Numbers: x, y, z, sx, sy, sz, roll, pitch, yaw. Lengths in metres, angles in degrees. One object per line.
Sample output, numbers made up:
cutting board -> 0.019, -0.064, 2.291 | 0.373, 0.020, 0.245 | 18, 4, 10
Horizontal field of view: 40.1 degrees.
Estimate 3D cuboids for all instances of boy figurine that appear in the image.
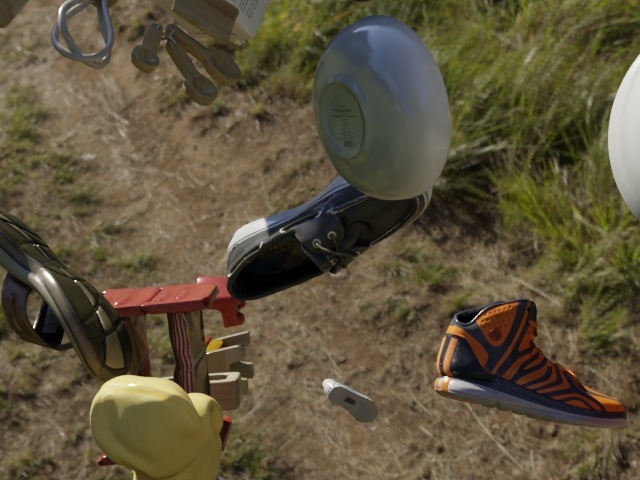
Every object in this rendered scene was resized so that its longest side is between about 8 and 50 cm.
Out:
boy figurine -> -0.141, 0.216, 0.800 | 0.092, 0.285, 0.177 | 12, 58, 11

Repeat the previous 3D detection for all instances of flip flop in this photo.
flip flop -> -0.305, 0.061, 0.942 | 0.277, 0.112, 0.080 | 40, 91, 18

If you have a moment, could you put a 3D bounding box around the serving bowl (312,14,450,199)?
serving bowl -> 0.020, -0.056, 0.391 | 0.027, 0.083, 0.083 | -19, 33, -30

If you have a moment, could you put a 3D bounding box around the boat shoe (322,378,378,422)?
boat shoe -> 0.040, 0.222, 1.225 | 0.035, 0.100, 0.035 | -53, 33, 6

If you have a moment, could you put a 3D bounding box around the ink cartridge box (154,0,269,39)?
ink cartridge box -> -0.161, -0.401, 1.059 | 0.114, 0.273, 0.197 | 10, 73, 35

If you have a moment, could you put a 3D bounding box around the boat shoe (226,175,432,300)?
boat shoe -> 0.000, 0.000, 0.808 | 0.228, 0.080, 0.076 | -19, 40, 28

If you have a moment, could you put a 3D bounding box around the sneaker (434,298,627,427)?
sneaker -> 0.345, 0.188, 1.379 | 0.124, 0.321, 0.180 | 153, 132, -72

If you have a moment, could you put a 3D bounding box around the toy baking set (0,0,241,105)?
toy baking set -> -0.162, -0.205, 0.727 | 0.030, 0.256, 0.197 | -44, 52, 35

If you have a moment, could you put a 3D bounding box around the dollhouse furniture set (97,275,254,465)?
dollhouse furniture set -> -0.194, 0.147, 1.212 | 0.152, 0.201, 0.374 | -4, 7, 2

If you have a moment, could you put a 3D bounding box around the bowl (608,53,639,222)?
bowl -> 0.424, -0.115, 0.830 | 0.297, 0.134, 0.298 | -2, 84, 22

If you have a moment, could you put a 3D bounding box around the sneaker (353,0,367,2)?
sneaker -> 0.047, -0.371, 0.806 | 0.129, 0.330, 0.147 | 9, 46, 19
